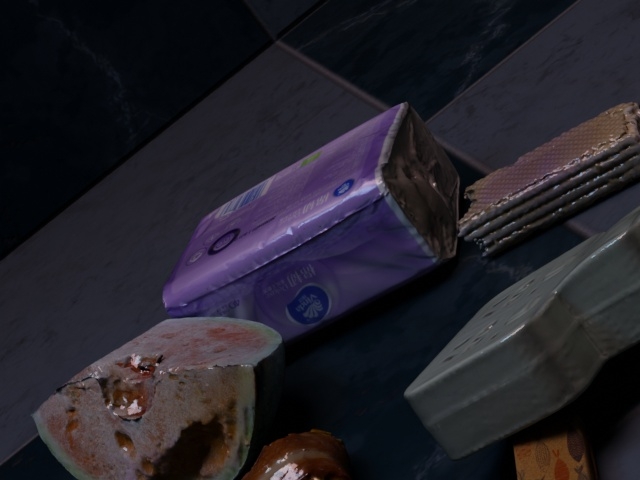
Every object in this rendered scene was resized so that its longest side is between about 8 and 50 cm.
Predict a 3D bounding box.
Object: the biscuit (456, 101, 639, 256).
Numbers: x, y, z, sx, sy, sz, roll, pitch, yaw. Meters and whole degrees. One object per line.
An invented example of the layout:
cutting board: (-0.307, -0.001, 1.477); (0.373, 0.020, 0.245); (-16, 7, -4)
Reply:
biscuit: (0.263, -0.068, 1.927); (0.239, 0.062, 0.108); (-28, 19, 23)

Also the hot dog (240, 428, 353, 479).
hot dog: (-0.026, 0.245, 1.675); (0.123, 0.093, 0.261); (-37, 19, 3)

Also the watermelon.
watermelon: (-0.149, 0.196, 1.955); (0.322, 0.175, 0.188); (-1, 15, 35)

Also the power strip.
power strip: (0.235, 0.088, 1.541); (0.261, 0.141, 0.229); (-35, 4, 36)

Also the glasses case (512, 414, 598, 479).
glasses case: (0.201, 0.212, 1.425); (0.065, 0.041, 0.170); (-25, 21, 13)

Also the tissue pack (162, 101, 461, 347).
tissue pack: (0.000, 0.000, 2.092); (0.338, 0.160, 0.242); (-28, 20, 24)
